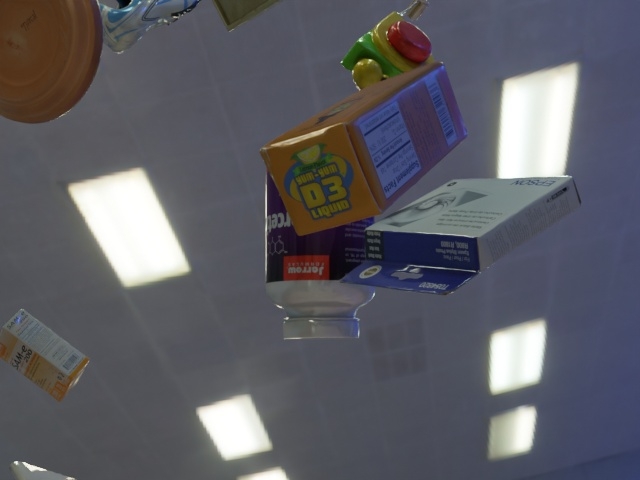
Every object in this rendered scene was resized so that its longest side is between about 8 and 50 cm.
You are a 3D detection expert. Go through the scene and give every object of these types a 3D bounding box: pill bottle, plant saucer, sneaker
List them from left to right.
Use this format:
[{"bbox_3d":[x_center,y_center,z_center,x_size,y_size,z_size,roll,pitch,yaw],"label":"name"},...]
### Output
[{"bbox_3d":[-0.146,-0.101,0.503,0.083,0.083,0.013,-26,-11,23],"label":"plant saucer"},{"bbox_3d":[-0.266,-0.372,1.574,0.085,0.237,0.086,-21,-74,40],"label":"sneaker"},{"bbox_3d":[0.000,0.000,1.649,0.181,0.323,0.181,0,-8,0],"label":"pill bottle"}]

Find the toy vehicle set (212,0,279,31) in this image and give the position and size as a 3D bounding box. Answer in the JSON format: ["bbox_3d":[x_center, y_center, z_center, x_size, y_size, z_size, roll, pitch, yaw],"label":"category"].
[{"bbox_3d":[-0.136,-0.415,1.294,0.035,0.267,0.166,-33,13,-26],"label":"toy vehicle set"}]

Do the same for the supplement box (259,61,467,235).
[{"bbox_3d":[0.044,-0.080,0.808,0.078,0.080,0.233,-15,11,30],"label":"supplement box"}]

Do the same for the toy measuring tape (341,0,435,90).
[{"bbox_3d":[0.128,-0.277,1.475,0.121,0.330,0.121,10,-61,19],"label":"toy measuring tape"}]

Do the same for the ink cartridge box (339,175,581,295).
[{"bbox_3d":[0.156,-0.013,1.199,0.224,0.045,0.223,-31,18,-28],"label":"ink cartridge box"}]

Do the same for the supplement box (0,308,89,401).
[{"bbox_3d":[-0.319,0.131,1.140,0.098,0.036,0.062,37,-44,-1],"label":"supplement box"}]

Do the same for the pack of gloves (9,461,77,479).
[{"bbox_3d":[-0.146,0.155,0.456,0.195,0.046,0.232,26,-3,-28],"label":"pack of gloves"}]
